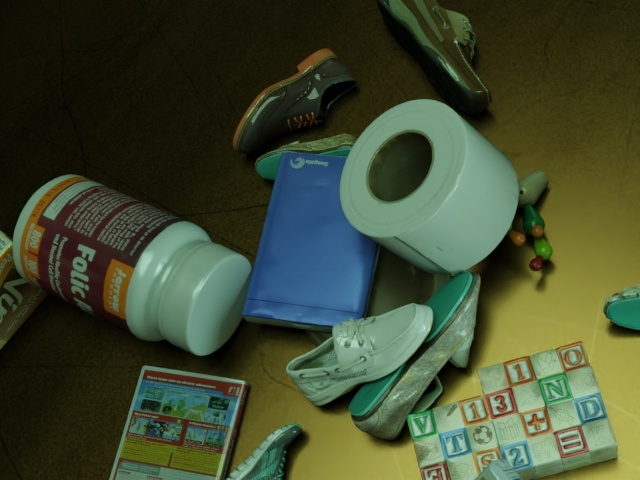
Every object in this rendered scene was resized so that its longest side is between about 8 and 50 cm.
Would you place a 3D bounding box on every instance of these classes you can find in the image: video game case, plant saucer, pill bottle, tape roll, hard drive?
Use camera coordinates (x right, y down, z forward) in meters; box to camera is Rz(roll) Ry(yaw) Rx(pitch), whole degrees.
[{"bbox_3d":[-0.252,0.365,1.780,0.204,0.025,0.285,6,68,20],"label":"video game case"},{"bbox_3d":[0.089,0.083,1.802,0.278,0.041,0.277,-6,65,14],"label":"plant saucer"},{"bbox_3d":[-0.331,0.045,1.841,0.392,0.224,0.224,22,74,25],"label":"pill bottle"},{"bbox_3d":[0.176,-0.086,1.689,0.246,0.169,0.246,-21,54,32],"label":"tape roll"},{"bbox_3d":[0.000,0.000,1.814,0.210,0.040,0.318,6,68,15],"label":"hard drive"}]

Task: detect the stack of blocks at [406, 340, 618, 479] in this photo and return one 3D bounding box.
[{"bbox_3d":[0.292,0.286,1.618,0.297,0.087,0.171,-17,62,9],"label":"stack of blocks"}]

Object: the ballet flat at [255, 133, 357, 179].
[{"bbox_3d":[-0.019,-0.158,1.943,0.206,0.073,0.067,-5,37,11],"label":"ballet flat"}]

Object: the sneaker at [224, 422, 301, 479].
[{"bbox_3d":[-0.083,0.375,1.714,0.076,0.065,0.166,43,86,12],"label":"sneaker"}]

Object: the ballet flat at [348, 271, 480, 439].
[{"bbox_3d":[0.176,0.194,1.691,0.316,0.106,0.107,-49,20,-2],"label":"ballet flat"}]

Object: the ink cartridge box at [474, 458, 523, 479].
[{"bbox_3d":[0.263,0.533,1.495,0.303,0.072,0.307,48,118,28],"label":"ink cartridge box"}]

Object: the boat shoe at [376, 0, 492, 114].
[{"bbox_3d":[0.228,-0.377,1.932,0.120,0.122,0.324,-32,62,-3],"label":"boat shoe"}]

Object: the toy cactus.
[{"bbox_3d":[0.326,-0.049,1.773,0.219,0.112,0.180,35,60,30],"label":"toy cactus"}]

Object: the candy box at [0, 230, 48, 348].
[{"bbox_3d":[-0.650,0.139,1.916,0.087,0.183,0.316,34,79,26],"label":"candy box"}]

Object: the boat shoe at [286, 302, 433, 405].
[{"bbox_3d":[0.056,0.173,1.673,0.277,0.096,0.098,-36,25,27],"label":"boat shoe"}]

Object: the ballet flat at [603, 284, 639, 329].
[{"bbox_3d":[0.571,0.099,1.637,0.241,0.091,0.077,1,36,13],"label":"ballet flat"}]

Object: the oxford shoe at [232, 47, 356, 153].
[{"bbox_3d":[-0.050,-0.250,1.971,0.271,0.097,0.098,-43,67,-6],"label":"oxford shoe"}]
